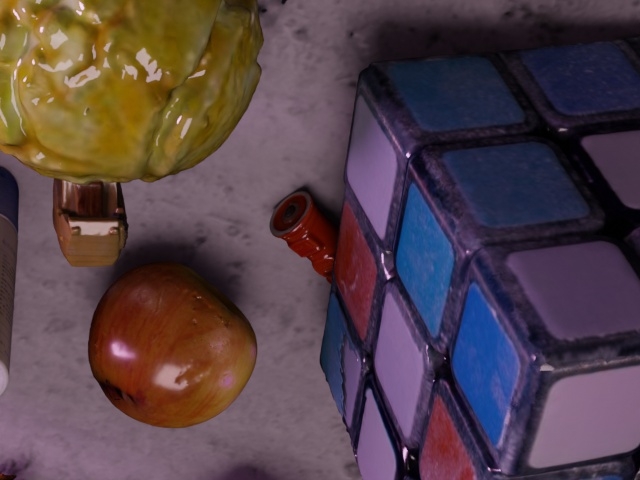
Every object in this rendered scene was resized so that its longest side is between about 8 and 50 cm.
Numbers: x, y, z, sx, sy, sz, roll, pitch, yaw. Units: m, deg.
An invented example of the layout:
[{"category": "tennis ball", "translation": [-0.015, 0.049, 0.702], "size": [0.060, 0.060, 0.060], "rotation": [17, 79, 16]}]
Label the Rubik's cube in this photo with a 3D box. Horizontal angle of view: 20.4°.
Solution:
[{"category": "Rubik's cube", "translation": [0.216, 0.075, 1.372], "size": [0.362, 0.363, 0.359], "rotation": [-3, 129, -17]}]

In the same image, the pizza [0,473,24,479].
[{"category": "pizza", "translation": [-0.334, 0.283, 1.685], "size": [0.188, 0.062, 0.199], "rotation": [23, 117, -39]}]

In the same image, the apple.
[{"category": "apple", "translation": [-0.129, 0.092, 1.500], "size": [0.146, 0.146, 0.146], "rotation": [-4, 129, -5]}]

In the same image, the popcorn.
[{"category": "popcorn", "translation": [-0.148, -0.140, 1.278], "size": [0.221, 0.183, 0.204], "rotation": [9, 120, -35]}]

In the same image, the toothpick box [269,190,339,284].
[{"category": "toothpick box", "translation": [0.000, 0.000, 1.506], "size": [0.047, 0.047, 0.083], "rotation": [-35, 125, 20]}]

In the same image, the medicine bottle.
[{"category": "medicine bottle", "translation": [-0.265, 0.029, 1.375], "size": [0.059, 0.231, 0.059], "rotation": [-4, 129, -5]}]

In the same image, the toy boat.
[{"category": "toy boat", "translation": [-0.177, -0.037, 1.363], "size": [0.057, 0.200, 0.077], "rotation": [-1, 110, -9]}]
